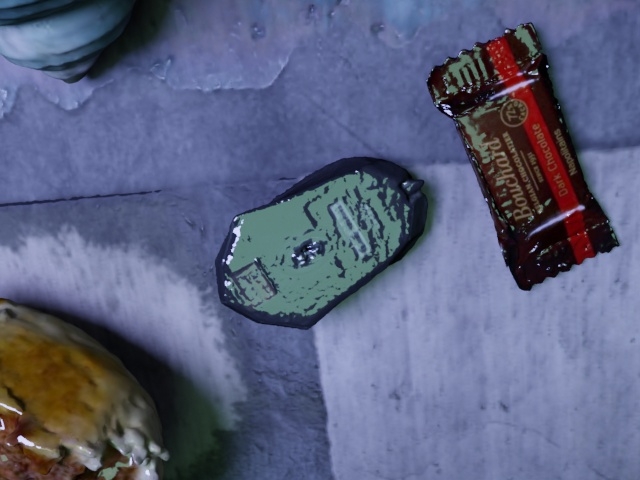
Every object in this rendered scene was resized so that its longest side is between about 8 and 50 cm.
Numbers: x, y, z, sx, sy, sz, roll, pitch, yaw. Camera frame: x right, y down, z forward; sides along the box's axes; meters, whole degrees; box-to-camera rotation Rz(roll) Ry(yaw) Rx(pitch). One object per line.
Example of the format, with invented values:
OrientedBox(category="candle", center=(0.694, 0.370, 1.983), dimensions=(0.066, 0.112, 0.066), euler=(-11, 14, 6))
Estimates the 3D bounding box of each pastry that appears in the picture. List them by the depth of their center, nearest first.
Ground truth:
OrientedBox(category="pastry", center=(-0.240, 0.153, 0.474), dimensions=(0.255, 0.170, 0.237), euler=(21, 129, -3))

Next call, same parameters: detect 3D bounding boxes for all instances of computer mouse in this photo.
OrientedBox(category="computer mouse", center=(0.000, 0.000, 0.442), dimensions=(0.172, 0.057, 0.099), euler=(-30, 99, 4))

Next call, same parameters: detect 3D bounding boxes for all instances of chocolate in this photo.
OrientedBox(category="chocolate", center=(0.143, -0.054, 0.416), dimensions=(0.086, 0.028, 0.183), euler=(-28, 103, 8))

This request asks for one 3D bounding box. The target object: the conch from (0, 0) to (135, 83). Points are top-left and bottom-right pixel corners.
OrientedBox(category="conch", center=(-0.177, -0.220, 0.344), dimensions=(0.220, 0.195, 0.277), euler=(22, 136, 26))
